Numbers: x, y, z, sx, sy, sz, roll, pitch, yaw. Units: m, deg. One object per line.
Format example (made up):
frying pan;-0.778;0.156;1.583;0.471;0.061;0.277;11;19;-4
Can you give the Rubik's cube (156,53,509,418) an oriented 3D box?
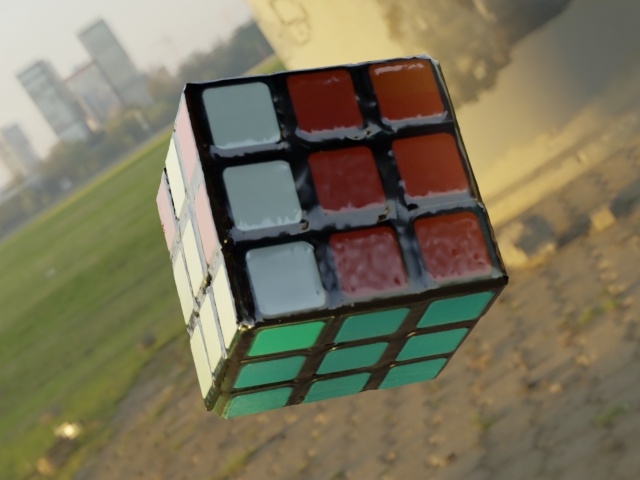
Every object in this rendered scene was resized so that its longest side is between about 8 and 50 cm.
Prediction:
Rubik's cube;0.000;0.000;0.938;0.160;0.163;0.162;-9;-20;-17
